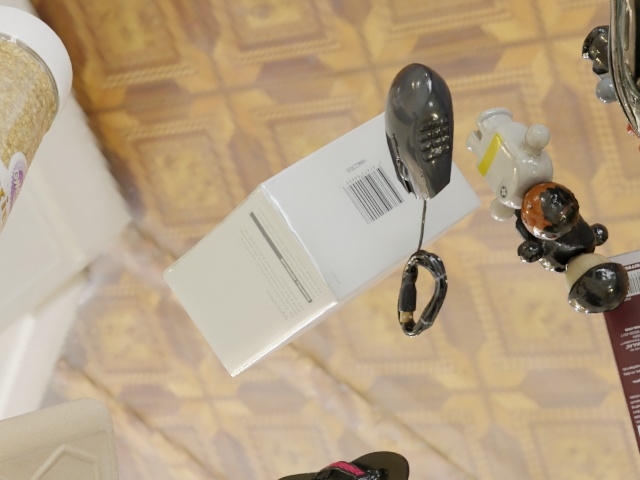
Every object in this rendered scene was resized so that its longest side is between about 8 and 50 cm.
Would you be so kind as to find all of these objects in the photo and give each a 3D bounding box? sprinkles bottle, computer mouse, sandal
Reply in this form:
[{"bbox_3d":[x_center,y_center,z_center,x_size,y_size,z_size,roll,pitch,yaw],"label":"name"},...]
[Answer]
[{"bbox_3d":[-0.291,-0.050,1.239,0.121,0.355,0.121,4,127,5],"label":"sprinkles bottle"},{"bbox_3d":[0.073,-0.028,1.314,0.071,0.041,0.242,27,124,49],"label":"computer mouse"},{"bbox_3d":[0.018,0.285,1.835,0.179,0.040,0.067,-16,70,22],"label":"sandal"}]

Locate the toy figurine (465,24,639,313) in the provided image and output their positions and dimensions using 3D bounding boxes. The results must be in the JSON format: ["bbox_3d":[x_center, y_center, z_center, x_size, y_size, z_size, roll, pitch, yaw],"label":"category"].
[{"bbox_3d":[0.253,-0.058,1.398,0.148,0.213,0.209,59,-174,36],"label":"toy figurine"}]

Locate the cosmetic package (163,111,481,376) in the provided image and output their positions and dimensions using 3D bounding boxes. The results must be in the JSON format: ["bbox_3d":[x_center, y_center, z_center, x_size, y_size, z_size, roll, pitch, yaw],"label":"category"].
[{"bbox_3d":[0.000,0.000,1.609,0.138,0.224,0.225,56,142,2],"label":"cosmetic package"}]

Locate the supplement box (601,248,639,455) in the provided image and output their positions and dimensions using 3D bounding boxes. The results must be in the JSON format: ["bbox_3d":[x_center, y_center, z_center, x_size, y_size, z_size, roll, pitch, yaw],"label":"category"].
[{"bbox_3d":[0.333,0.134,1.589,0.073,0.130,0.239,-14,80,9],"label":"supplement box"}]

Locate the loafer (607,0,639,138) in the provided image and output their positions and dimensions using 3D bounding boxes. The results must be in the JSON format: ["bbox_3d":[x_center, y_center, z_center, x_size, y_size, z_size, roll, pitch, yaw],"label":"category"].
[{"bbox_3d":[0.258,-0.142,1.181,0.096,0.084,0.267,-13,122,14],"label":"loafer"}]

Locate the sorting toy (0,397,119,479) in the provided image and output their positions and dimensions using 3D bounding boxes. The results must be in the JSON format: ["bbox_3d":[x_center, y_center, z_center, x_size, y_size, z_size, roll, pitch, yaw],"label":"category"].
[{"bbox_3d":[-0.238,0.245,1.278,0.038,0.193,0.208,-5,95,44],"label":"sorting toy"}]
